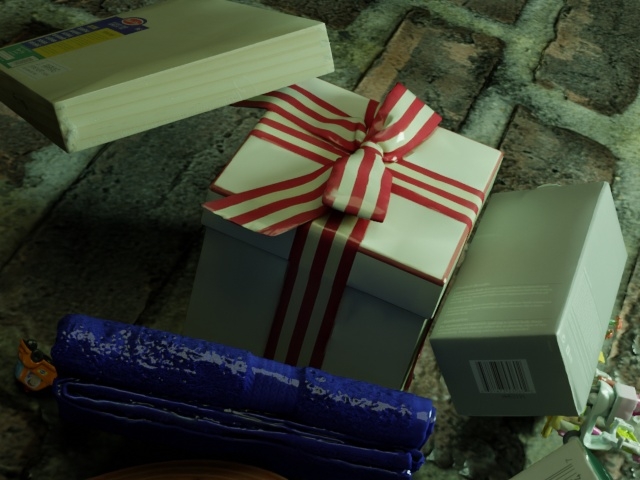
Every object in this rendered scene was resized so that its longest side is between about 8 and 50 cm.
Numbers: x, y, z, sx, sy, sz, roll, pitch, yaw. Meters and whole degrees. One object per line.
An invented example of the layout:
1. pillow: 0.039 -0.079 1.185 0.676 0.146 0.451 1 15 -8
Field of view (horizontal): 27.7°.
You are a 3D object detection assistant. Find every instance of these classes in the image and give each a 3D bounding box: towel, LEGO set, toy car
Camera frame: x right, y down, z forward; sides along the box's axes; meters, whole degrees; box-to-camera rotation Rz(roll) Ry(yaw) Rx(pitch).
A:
1. towel: -0.074 0.152 1.086 0.308 0.227 0.076 14 68 -3
2. LEGO set: 0.284 0.126 1.305 0.107 0.132 0.287 23 33 -6
3. toy car: -0.280 0.104 1.208 0.040 0.060 0.122 -52 46 -4

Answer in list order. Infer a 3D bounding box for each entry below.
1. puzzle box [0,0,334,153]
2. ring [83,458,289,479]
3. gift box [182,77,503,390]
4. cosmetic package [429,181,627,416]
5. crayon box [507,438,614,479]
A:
1. puzzle box: -0.188 -0.187 1.359 0.272 0.052 0.409 -20 21 -18
2. ring: -0.147 0.272 0.945 0.337 0.032 0.336 -10 26 5
3. gift box: 0.000 0.000 1.238 0.276 0.258 0.255 20 39 3
4. cosmetic package: 0.202 0.051 1.226 0.127 0.107 0.238 -4 32 30
5. crayon box: 0.109 0.318 0.946 0.323 0.083 0.203 -34 48 10
